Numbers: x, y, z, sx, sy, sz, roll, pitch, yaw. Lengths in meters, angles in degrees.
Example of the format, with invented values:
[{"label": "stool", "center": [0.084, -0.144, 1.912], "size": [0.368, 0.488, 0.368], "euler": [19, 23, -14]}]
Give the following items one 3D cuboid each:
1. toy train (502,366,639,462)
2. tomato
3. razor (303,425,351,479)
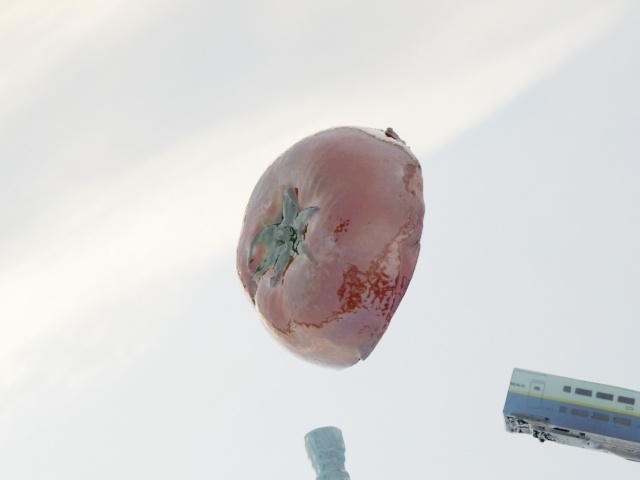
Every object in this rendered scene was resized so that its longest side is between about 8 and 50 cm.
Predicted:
[{"label": "toy train", "center": [0.270, 0.156, 1.029], "size": [0.234, 0.052, 0.051], "euler": [9, -115, 17]}, {"label": "tomato", "center": [-0.002, -0.002, 1.069], "size": [0.225, 0.085, 0.225], "euler": [-33, -132, 47]}, {"label": "razor", "center": [0.026, 0.219, 0.722], "size": [0.068, 0.106, 0.232], "euler": [-52, -137, 48]}]
